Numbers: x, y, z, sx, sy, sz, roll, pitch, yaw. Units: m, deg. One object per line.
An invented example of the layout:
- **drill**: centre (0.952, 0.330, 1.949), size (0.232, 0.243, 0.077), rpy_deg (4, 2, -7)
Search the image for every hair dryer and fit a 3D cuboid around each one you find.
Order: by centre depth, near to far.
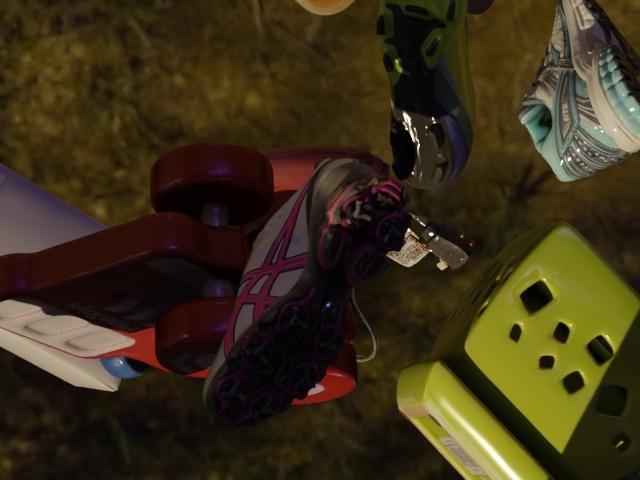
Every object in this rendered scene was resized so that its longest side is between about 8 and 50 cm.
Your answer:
- **hair dryer**: centre (0.000, 0.000, 1.641), size (0.293, 0.080, 0.223), rpy_deg (41, 108, -16)

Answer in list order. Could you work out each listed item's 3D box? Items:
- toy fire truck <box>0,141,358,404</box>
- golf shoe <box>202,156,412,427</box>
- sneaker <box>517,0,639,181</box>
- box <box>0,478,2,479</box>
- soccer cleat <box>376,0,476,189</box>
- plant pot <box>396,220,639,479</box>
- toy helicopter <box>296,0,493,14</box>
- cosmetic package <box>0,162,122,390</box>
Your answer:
- **toy fire truck**: centre (-0.117, 0.052, 1.304), size (0.254, 0.169, 0.302), rpy_deg (-15, 157, 26)
- **golf shoe**: centre (-0.017, 0.032, 0.968), size (0.067, 0.086, 0.186), rpy_deg (36, 87, -36)
- **sneaker**: centre (0.234, -0.150, 1.442), size (0.122, 0.283, 0.110), rpy_deg (-37, 110, 18)
- **box**: centre (-0.288, 0.272, 0.984), size (0.165, 0.270, 0.143), rpy_deg (-25, 116, 15)
- **soccer cleat**: centre (0.119, -0.196, 1.621), size (0.093, 0.121, 0.289), rpy_deg (10, 118, 22)
- **plant pot**: centre (0.205, 0.140, 1.451), size (0.207, 0.227, 0.228), rpy_deg (-43, 180, -9)
- **toy helicopter**: centre (0.124, -0.347, 1.656), size (0.355, 0.140, 0.235), rpy_deg (-22, 119, -13)
- **cosmetic package**: centre (-0.403, 0.034, 2.027), size (0.366, 0.197, 0.155), rpy_deg (34, 161, -26)
